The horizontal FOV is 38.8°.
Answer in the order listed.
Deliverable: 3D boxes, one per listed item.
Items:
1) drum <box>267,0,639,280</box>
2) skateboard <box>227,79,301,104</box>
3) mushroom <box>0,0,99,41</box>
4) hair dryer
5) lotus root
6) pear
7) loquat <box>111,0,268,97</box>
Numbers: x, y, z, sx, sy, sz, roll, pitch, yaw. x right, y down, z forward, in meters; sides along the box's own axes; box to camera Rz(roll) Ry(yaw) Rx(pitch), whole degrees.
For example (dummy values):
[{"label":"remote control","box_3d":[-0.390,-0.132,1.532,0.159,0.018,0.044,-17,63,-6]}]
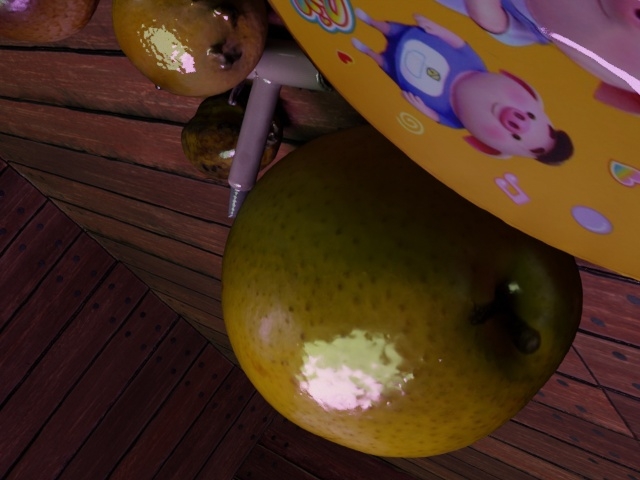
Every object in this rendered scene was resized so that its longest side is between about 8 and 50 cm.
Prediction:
[{"label":"drum","box_3d":[0.166,-0.170,0.470,0.431,0.214,0.431,33,164,11]},{"label":"skateboard","box_3d":[-0.070,-0.189,1.131,0.083,0.064,0.032,19,170,23]},{"label":"mushroom","box_3d":[-0.372,-0.349,1.053,0.263,0.195,0.283,29,163,3]},{"label":"hair dryer","box_3d":[-0.065,-0.126,1.061,0.054,0.220,0.195,1,-168,-46]},{"label":"lotus root","box_3d":[-0.126,-0.141,1.257,0.120,0.120,0.209,46,158,-30]},{"label":"pear","box_3d":[0.076,0.049,0.976,0.362,0.362,0.418,45,158,-27]},{"label":"loquat","box_3d":[-0.136,-0.239,0.974,0.172,0.149,0.204,43,147,-17]}]
